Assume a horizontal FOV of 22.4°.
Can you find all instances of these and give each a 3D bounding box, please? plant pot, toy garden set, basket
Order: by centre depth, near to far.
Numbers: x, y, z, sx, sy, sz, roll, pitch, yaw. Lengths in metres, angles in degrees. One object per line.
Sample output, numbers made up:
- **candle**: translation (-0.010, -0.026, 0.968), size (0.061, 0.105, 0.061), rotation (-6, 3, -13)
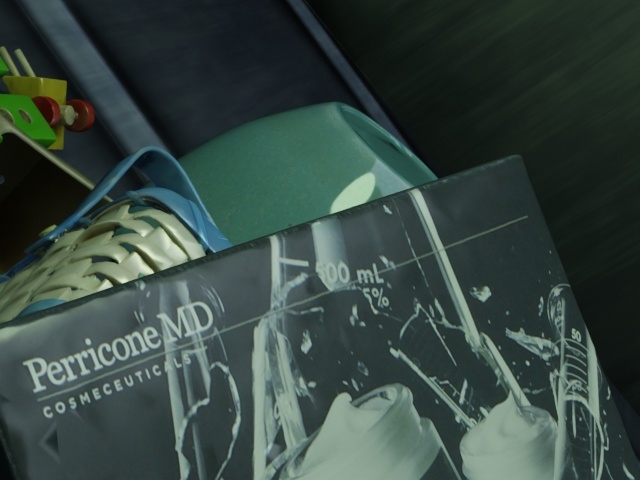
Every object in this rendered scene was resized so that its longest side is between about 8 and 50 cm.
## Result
- **basket**: translation (-0.090, 0.093, 0.971), size (0.255, 0.201, 0.289), rotation (56, 23, -9)
- **plant pot**: translation (-0.219, -0.031, 1.078), size (0.109, 0.109, 0.096), rotation (39, 7, -40)
- **toy garden set**: translation (-0.290, -0.161, 1.254), size (0.244, 0.049, 0.204), rotation (54, 18, 10)
- **plant pot**: translation (0.000, 0.000, 1.351), size (0.290, 0.195, 0.290), rotation (38, 14, -12)

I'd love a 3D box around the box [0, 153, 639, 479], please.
- **box**: translation (-0.014, 0.160, 0.730), size (0.343, 0.179, 0.312), rotation (-20, 87, -46)
